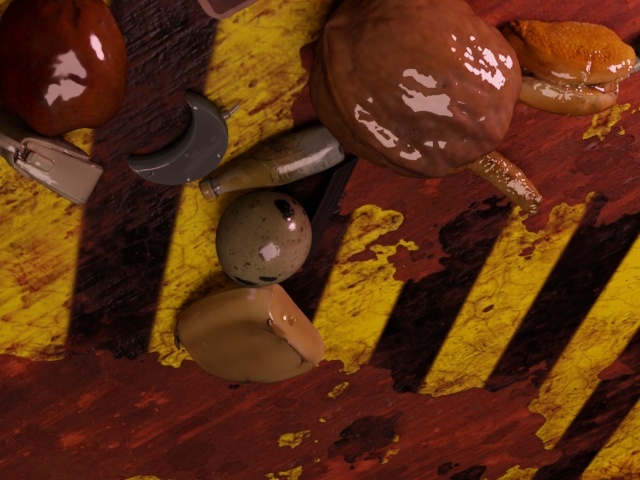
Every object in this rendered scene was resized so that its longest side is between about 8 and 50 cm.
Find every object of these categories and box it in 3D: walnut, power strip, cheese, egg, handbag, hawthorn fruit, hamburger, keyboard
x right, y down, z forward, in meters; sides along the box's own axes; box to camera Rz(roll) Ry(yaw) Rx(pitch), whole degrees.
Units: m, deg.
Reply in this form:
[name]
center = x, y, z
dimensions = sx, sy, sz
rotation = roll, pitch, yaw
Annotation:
[walnut]
center = 0.141, -0.258, 1.527
dimensions = 0.344, 0.306, 0.306
rotation = 27, 121, -32
[power strip]
center = -0.227, -0.176, 1.664
dimensions = 0.137, 0.044, 0.216
rotation = 29, 120, -38
[cheese]
center = -0.164, 0.197, 1.965
dimensions = 0.316, 0.128, 0.259
rotation = -18, 122, 32
[egg]
center = -0.114, 0.003, 1.788
dimensions = 0.177, 0.177, 0.228
rotation = 9, 147, -25
[handbag]
center = -0.469, -0.153, 1.481
dimensions = 0.219, 0.256, 0.079
rotation = 31, 88, -37
[hawthorn fruit]
center = -0.392, -0.286, 1.402
dimensions = 0.208, 0.208, 0.248
rotation = -10, 124, -8
[hamburger]
center = 0.429, -0.292, 1.677
dimensions = 0.283, 0.156, 0.144
rotation = -1, 135, -19
[keyboard]
center = -0.011, -0.006, 1.880
dimensions = 0.103, 0.041, 0.381
rotation = -36, 152, -50

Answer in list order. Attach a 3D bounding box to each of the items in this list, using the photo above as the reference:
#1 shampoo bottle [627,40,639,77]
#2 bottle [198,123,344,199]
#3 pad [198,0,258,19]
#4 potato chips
[shampoo bottle]
center = 0.638, -0.367, 1.736
dimensions = 0.204, 0.065, 0.065
rotation = -34, 134, 15
[bottle]
center = -0.092, -0.136, 1.723
dimensions = 0.270, 0.083, 0.083
rotation = -18, 137, 6
[pad]
center = -0.149, -0.463, 1.431
dimensions = 0.176, 0.002, 0.266
rotation = -26, 136, 9
[potato chips]
center = 0.277, -0.164, 1.815
dimensions = 0.407, 0.080, 0.057
rotation = 25, 135, -29
